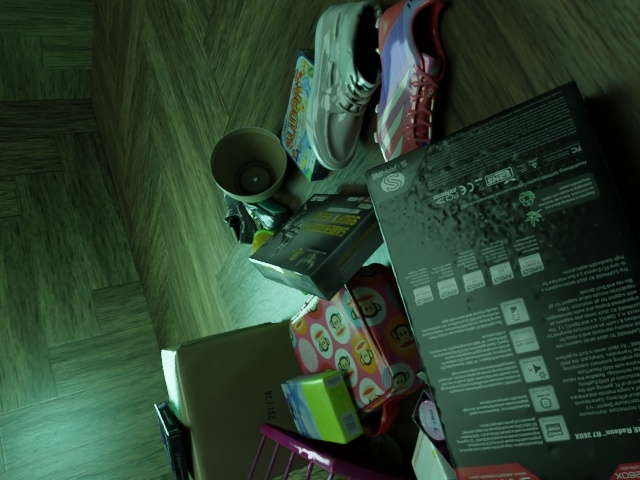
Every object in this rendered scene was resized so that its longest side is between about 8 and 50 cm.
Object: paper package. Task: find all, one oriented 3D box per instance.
[{"bbox_3d":[-0.167,0.363,1.163,0.168,0.309,0.325,-20,81,60],"label":"paper package"}]

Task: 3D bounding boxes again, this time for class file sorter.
[{"bbox_3d":[0.007,0.471,0.939,0.290,0.202,0.182,-12,56,61],"label":"file sorter"}]

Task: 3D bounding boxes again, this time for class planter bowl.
[{"bbox_3d":[-0.149,-0.149,1.133,0.109,0.162,0.162,85,164,-72],"label":"planter bowl"}]

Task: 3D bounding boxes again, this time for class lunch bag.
[{"bbox_3d":[0.062,0.204,0.900,0.258,0.120,0.293,66,148,21],"label":"lunch bag"}]

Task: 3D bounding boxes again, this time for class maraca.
[{"bbox_3d":[-0.073,0.046,1.112,0.185,0.099,0.127,37,144,16],"label":"maraca"}]

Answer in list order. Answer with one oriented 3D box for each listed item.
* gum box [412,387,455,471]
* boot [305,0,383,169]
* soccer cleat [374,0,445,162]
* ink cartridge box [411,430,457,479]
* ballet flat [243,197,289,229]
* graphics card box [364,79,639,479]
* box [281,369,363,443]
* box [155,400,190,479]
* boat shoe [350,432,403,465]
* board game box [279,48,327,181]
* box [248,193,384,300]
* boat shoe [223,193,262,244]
[{"bbox_3d":[0.220,0.260,0.657,0.188,0.107,0.062,48,138,42],"label":"gum box"},{"bbox_3d":[0.043,-0.232,0.805,0.123,0.095,0.258,-149,55,-61],"label":"boot"},{"bbox_3d":[0.126,-0.194,0.698,0.095,0.083,0.248,6,103,55],"label":"soccer cleat"},{"bbox_3d":[0.190,0.317,0.717,0.143,0.089,0.092,-106,20,-59],"label":"ink cartridge box"},{"bbox_3d":[-0.139,-0.074,1.210,0.203,0.074,0.074,39,132,46],"label":"ballet flat"},{"bbox_3d":[0.207,0.061,0.531,0.232,0.094,0.371,-22,81,30],"label":"graphics card box"},{"bbox_3d":[-0.002,0.286,0.898,0.178,0.042,0.109,-32,77,60],"label":"box"},{"bbox_3d":[-0.310,0.420,1.088,0.162,0.029,0.116,9,110,62],"label":"box"},{"bbox_3d":[0.095,0.382,0.977,0.153,0.048,0.056,16,114,58],"label":"boat shoe"},{"bbox_3d":[-0.016,-0.231,0.971,0.136,0.035,0.201,53,142,37],"label":"board game box"},{"bbox_3d":[0.000,0.000,0.878,0.056,0.183,0.231,53,160,-23],"label":"box"},{"bbox_3d":[-0.216,-0.064,1.348,0.206,0.065,0.075,54,143,37],"label":"boat shoe"}]
